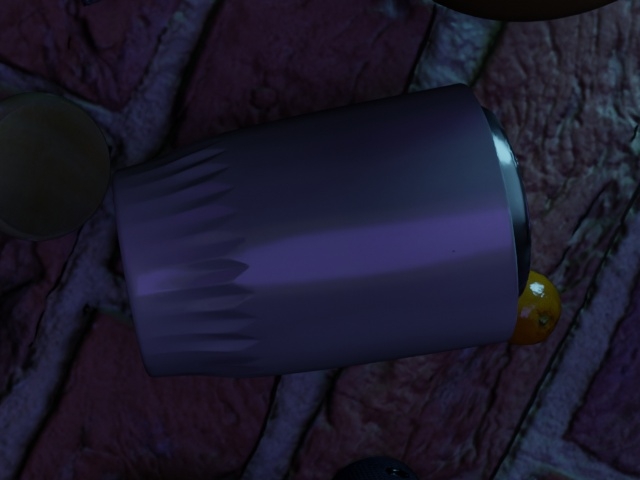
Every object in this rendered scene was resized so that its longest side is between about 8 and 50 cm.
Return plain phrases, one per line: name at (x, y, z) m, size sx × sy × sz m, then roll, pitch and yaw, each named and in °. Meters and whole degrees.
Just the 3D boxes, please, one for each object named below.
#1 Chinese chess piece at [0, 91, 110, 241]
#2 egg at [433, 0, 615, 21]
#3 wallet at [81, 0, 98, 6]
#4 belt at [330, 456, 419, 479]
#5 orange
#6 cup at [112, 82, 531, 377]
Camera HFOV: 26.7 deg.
Chinese chess piece at (-0.274, -0.071, 1.300) m, size 0.144 × 0.058 × 0.144 m, roll -4°, pitch 97°, yaw -34°
egg at (0.208, -0.351, 1.202) m, size 0.373 × 0.301 × 0.301 m, roll -13°, pitch 107°, yaw 9°
wallet at (-0.174, -0.304, 1.294) m, size 0.165 × 0.030 × 0.111 m, roll -21°, pitch 112°, yaw -2°
belt at (0.050, 0.357, 1.458) m, size 0.139 × 0.126 × 0.231 m, roll 19°, pitch 99°, yaw -12°
orange at (0.217, 0.072, 1.437) m, size 0.083 × 0.083 × 0.084 m, roll -3°, pitch 105°, yaw -10°
cup at (0.000, 0.000, 1.294) m, size 0.371 × 0.253 × 0.253 m, roll -10°, pitch 106°, yaw -4°
